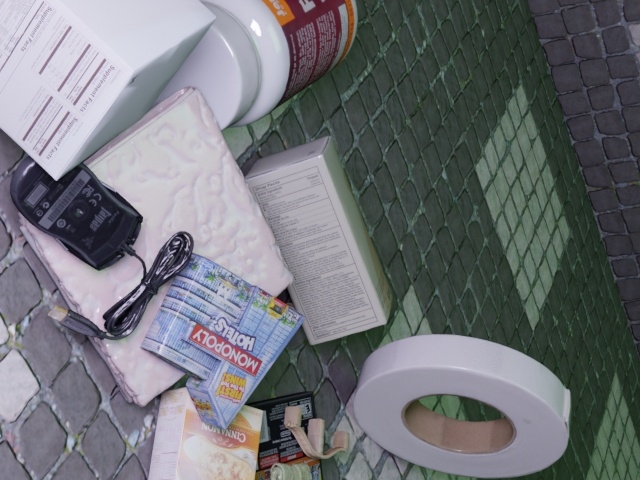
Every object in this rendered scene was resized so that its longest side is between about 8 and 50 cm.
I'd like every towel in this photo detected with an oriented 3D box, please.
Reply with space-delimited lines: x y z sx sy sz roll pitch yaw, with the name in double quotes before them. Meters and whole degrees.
"towel" -0.043 0.425 1.856 0.110 0.027 0.148 18 66 -59
"towel" -0.212 0.009 1.605 0.317 0.053 0.332 -40 119 -29

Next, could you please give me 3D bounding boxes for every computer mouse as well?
"computer mouse" -0.302 0.009 1.469 0.262 0.060 0.184 36 88 -34

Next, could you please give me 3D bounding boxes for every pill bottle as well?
"pill bottle" -0.114 -0.304 1.800 0.392 0.224 0.224 -44 121 -56

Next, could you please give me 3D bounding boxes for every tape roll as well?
"tape roll" 0.254 0.304 2.115 0.392 0.392 0.072 54 39 -39

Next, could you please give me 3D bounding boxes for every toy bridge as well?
"toy bridge" -0.007 0.326 1.950 0.188 0.026 0.063 37 52 -53

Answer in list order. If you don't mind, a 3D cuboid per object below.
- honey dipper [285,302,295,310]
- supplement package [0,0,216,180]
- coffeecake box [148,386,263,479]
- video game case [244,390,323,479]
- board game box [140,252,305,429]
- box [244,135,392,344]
"honey dipper" -0.087 0.145 1.929 0.160 0.030 0.030 -34 112 -54
"supplement package" -0.307 -0.255 1.371 0.262 0.198 0.199 43 37 -2
"coffeecake box" -0.164 0.317 1.668 0.142 0.068 0.186 25 62 -39
"video game case" -0.076 0.378 1.876 0.275 0.035 0.248 0 82 -61
"board game box" -0.139 0.146 1.608 0.194 0.060 0.194 35 73 -37
"box" 0.000 0.000 1.965 0.121 0.148 0.311 -67 139 -68
